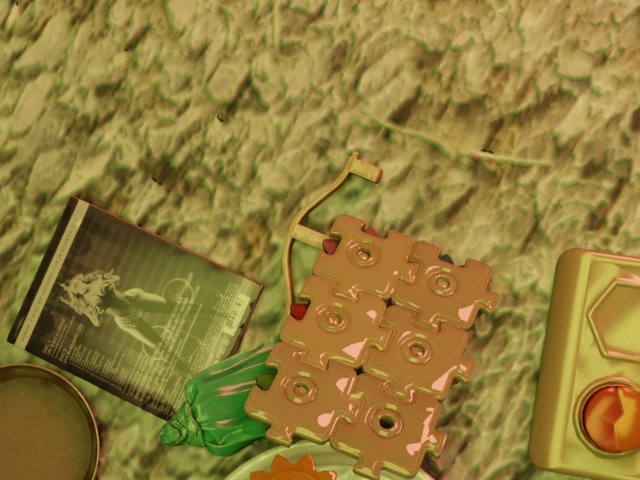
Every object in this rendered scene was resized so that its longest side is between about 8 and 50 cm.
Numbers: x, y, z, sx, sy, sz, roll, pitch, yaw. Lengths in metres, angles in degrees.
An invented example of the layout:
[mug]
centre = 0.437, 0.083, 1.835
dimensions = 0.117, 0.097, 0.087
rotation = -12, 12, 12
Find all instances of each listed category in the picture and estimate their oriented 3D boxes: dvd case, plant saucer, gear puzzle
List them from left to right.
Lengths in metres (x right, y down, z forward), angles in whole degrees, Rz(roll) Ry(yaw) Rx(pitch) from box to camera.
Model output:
[plant saucer]
centre = -0.299, 0.208, 1.212
dimensions = 0.168, 0.029, 0.169
rotation = -1, 87, 10
[dvd case]
centre = -0.188, 0.074, 1.209
dimensions = 0.221, 0.018, 0.165
rotation = 24, 91, 9
[gear puzzle]
centre = 0.034, 0.132, 1.056
dimensions = 0.175, 0.044, 0.339
rotation = 20, 54, 10

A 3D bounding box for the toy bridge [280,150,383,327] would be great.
[toy bridge]
centre = 0.000, 0.000, 1.180
dimensions = 0.063, 0.026, 0.188
rotation = 22, 91, 11

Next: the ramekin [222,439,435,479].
[ramekin]
centre = 0.017, 0.315, 1.101
dimensions = 0.277, 0.135, 0.277
rotation = -1, 85, 9

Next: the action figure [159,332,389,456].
[action figure]
centre = -0.042, 0.139, 1.108
dimensions = 0.232, 0.063, 0.137
rotation = -18, 82, -25

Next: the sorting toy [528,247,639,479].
[sorting toy]
centre = 0.328, 0.079, 1.115
dimensions = 0.229, 0.041, 0.307
rotation = 9, 88, 9
